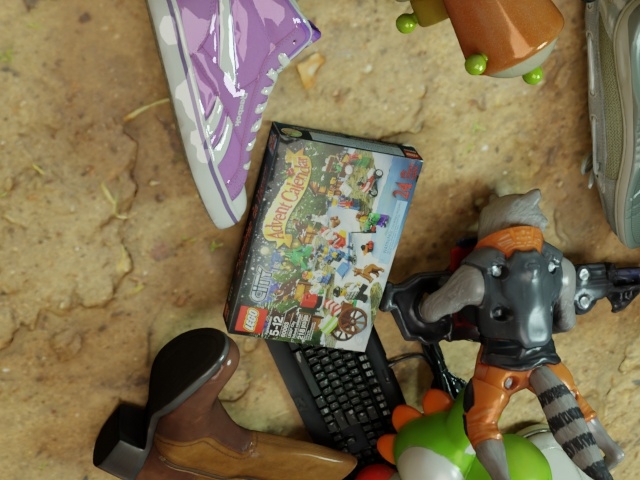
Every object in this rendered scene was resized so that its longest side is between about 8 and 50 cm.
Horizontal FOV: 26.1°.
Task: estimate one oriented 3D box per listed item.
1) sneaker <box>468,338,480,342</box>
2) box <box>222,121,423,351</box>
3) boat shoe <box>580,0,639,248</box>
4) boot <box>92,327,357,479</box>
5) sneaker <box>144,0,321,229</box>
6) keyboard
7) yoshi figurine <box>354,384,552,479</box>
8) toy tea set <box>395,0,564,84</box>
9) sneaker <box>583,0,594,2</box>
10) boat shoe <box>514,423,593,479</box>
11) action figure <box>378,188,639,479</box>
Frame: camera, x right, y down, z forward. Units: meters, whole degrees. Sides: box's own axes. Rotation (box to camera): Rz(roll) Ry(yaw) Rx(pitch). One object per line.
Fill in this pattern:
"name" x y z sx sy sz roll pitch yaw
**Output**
"sneaker" 0.171 0.091 1.599 0.109 0.040 0.043 28 70 -43
"box" 0.000 0.000 1.470 0.159 0.044 0.233 8 113 -17
"boat shoe" 0.334 -0.132 1.469 0.118 0.103 0.320 -30 133 -17
"boot" -0.078 0.227 1.570 0.280 0.096 0.264 24 122 -24
"sneaker" -0.069 -0.144 1.348 0.161 0.102 0.282 -15 125 -8
"keyboard" 0.064 0.159 1.622 0.201 0.033 0.317 -23 126 1
"yoshi figurine" 0.141 0.336 1.630 0.203 0.203 0.362 17 120 -28
"toy tea set" 0.238 -0.258 1.288 0.336 0.200 0.124 -32 109 1
"sneaker" 0.279 -0.265 1.171 0.188 0.067 0.078 -34 154 -18
"boat shoe" 0.319 0.364 1.776 0.113 0.103 0.302 -24 125 2
"action figure" 0.257 0.100 1.503 0.341 0.178 0.330 -13 87 -21
